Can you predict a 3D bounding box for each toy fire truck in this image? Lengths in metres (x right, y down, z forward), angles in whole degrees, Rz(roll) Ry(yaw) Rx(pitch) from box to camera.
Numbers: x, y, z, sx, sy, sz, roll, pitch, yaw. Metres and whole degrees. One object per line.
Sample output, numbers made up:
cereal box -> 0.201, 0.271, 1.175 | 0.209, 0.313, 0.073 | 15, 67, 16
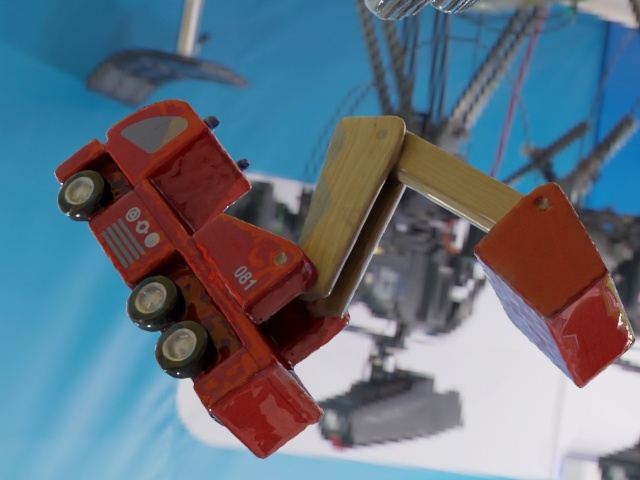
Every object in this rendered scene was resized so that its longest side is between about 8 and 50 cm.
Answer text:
toy fire truck -> 0.000, 0.000, 0.494 | 0.192, 0.135, 0.047 | 51, 178, 39

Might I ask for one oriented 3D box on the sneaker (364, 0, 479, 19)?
sneaker -> 0.060, -0.218, 0.958 | 0.105, 0.115, 0.281 | -36, 174, 15
